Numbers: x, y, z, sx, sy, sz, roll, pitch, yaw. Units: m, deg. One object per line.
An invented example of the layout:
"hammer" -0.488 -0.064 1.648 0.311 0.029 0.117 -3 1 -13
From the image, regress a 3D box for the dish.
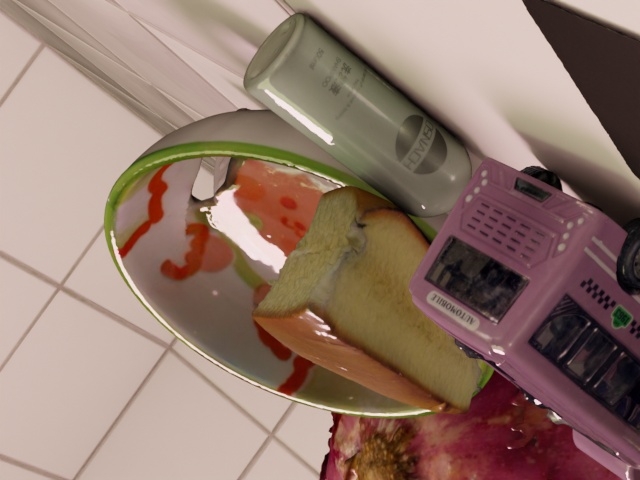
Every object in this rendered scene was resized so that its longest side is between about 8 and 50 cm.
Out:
"dish" 0.000 0.000 0.981 0.324 0.124 0.324 16 144 12

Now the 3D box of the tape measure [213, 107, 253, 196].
"tape measure" -0.014 0.011 1.194 0.197 0.236 0.120 20 144 -30

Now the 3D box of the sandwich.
"sandwich" 0.032 0.039 0.778 0.096 0.094 0.258 22 168 28

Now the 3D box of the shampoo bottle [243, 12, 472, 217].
"shampoo bottle" 0.045 -0.053 0.719 0.195 0.056 0.056 35 178 -22

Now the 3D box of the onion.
"onion" 0.169 0.233 1.125 0.345 0.358 0.358 33 179 -23

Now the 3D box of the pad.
"pad" 0.139 -0.032 0.447 0.112 0.003 0.157 34 177 37

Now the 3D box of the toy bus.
"toy bus" 0.143 0.046 0.647 0.199 0.108 0.096 38 177 -41
